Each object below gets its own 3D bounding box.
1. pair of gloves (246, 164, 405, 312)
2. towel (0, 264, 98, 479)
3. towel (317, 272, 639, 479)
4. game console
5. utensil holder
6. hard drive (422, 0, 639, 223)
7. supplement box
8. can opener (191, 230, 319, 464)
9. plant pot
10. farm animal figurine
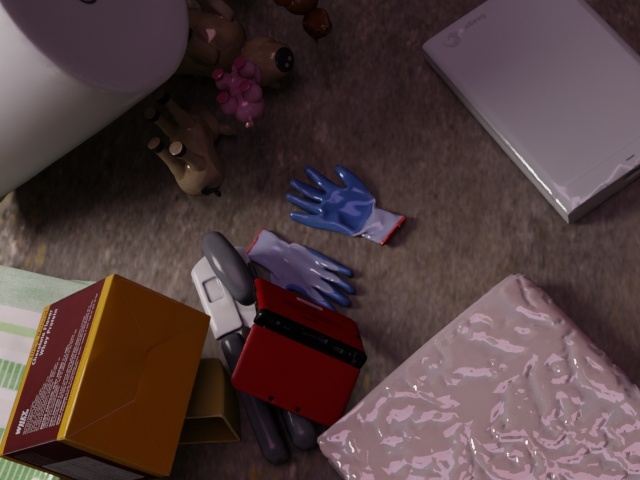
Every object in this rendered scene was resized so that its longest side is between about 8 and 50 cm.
[{"bbox_3d":[0.000,0.000,1.594,0.159,0.023,0.198,29,74,23],"label":"pair of gloves"},{"bbox_3d":[-0.396,0.184,1.559,0.247,0.038,0.325,10,67,3],"label":"towel"},{"bbox_3d":[0.213,0.241,1.415,0.317,0.053,0.332,-39,63,-6],"label":"towel"},{"bbox_3d":[-0.029,0.128,1.486,0.085,0.144,0.124,-57,22,20],"label":"game console"},{"bbox_3d":[-0.395,-0.231,1.535,0.385,0.327,0.328,-26,57,37],"label":"utensil holder"},{"bbox_3d":[0.296,-0.190,1.608,0.203,0.040,0.307,-34,63,-5],"label":"hard drive"},{"bbox_3d":[-0.246,0.165,1.454,0.194,0.129,0.191,-23,48,52],"label":"supplement box"},{"bbox_3d":[-0.086,0.120,1.514,0.076,0.095,0.283,-25,62,2],"label":"can opener"},{"bbox_3d":[-0.139,0.184,1.508,0.081,0.081,0.083,-3,59,11],"label":"plant pot"},{"bbox_3d":[-0.134,-0.230,1.664,0.326,0.172,0.330,31,83,36],"label":"farm animal figurine"}]
